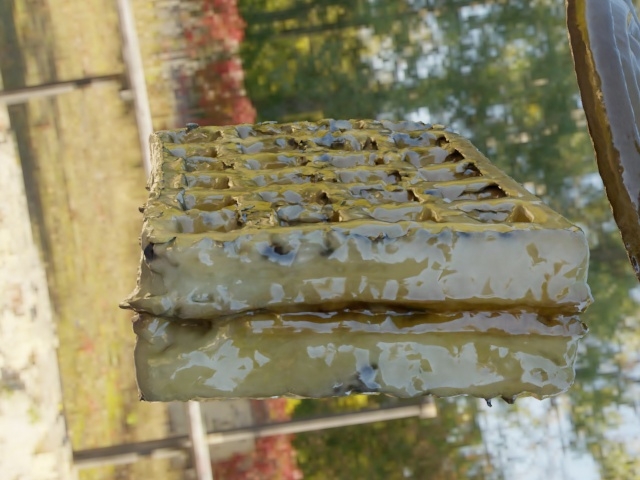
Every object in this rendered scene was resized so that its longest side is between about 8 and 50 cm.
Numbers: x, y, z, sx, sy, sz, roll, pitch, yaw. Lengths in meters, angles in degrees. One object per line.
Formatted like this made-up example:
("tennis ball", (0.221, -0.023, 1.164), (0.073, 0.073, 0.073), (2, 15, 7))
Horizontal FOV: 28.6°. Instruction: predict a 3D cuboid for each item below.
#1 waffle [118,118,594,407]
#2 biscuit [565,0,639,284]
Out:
("waffle", (0.000, 0.001, 0.846), (0.376, 0.261, 0.114), (-117, -156, -73))
("biscuit", (0.223, -0.080, 0.885), (0.262, 0.037, 0.262), (-14, 90, -69))
